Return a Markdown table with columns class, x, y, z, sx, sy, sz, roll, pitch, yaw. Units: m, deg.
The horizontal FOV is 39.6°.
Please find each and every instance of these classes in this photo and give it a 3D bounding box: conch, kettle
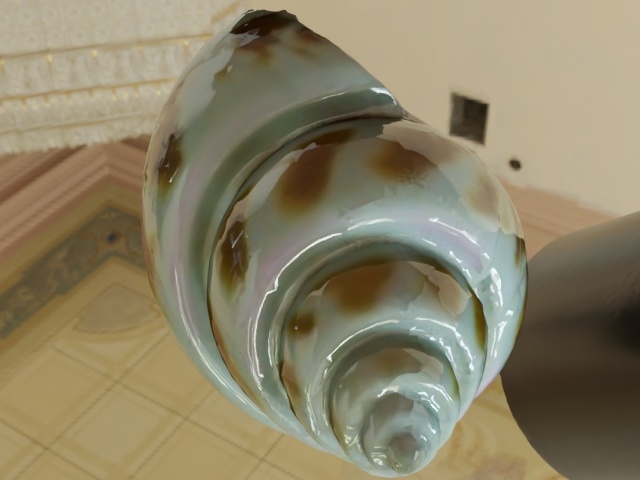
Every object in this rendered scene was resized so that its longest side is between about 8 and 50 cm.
| class | x | y | z | sx | sy | sz | roll | pitch | yaw |
| --- | --- | --- | --- | --- | --- | --- | --- | --- | --- |
| conch | 0.000 | 0.000 | 0.516 | 0.197 | 0.249 | 0.368 | -34 | -158 | -20 |
| kettle | 0.290 | 0.076 | 0.535 | 0.262 | 0.308 | 0.203 | 39 | -110 | -6 |
